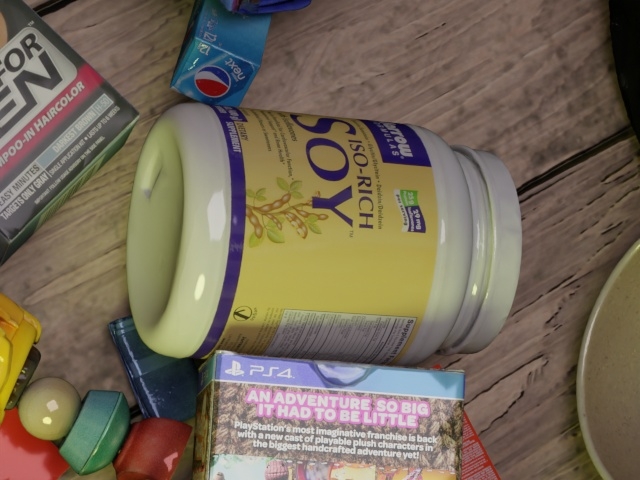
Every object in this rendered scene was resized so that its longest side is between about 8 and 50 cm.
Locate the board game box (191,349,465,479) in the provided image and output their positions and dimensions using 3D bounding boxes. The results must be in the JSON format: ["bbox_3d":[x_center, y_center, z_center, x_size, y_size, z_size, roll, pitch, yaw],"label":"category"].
[{"bbox_3d":[-0.001,0.259,1.766,0.232,0.141,0.291,6,79,-9],"label":"board game box"}]

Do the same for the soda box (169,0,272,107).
[{"bbox_3d":[-0.091,-0.215,1.928,0.071,0.067,0.210,23,35,-10],"label":"soda box"}]

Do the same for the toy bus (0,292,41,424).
[{"bbox_3d":[-0.334,0.118,1.694,0.149,0.211,0.220,28,68,-5],"label":"toy bus"}]

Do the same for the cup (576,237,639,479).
[{"bbox_3d":[0.457,0.145,1.945,0.237,0.331,0.331,23,68,-36],"label":"cup"}]

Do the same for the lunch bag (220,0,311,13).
[{"bbox_3d":[-0.054,-0.420,1.937,0.385,0.239,0.328,-36,72,-29],"label":"lunch bag"}]

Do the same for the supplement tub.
[{"bbox_3d":[0.000,0.000,1.855,0.331,0.241,0.241,4,75,-21],"label":"supplement tub"}]

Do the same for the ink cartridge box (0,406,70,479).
[{"bbox_3d":[-0.372,0.185,1.806,0.232,0.066,0.189,43,68,3],"label":"ink cartridge box"}]

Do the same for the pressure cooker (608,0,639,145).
[{"bbox_3d":[0.551,-0.239,2.018,0.420,0.375,0.370,-8,78,-14],"label":"pressure cooker"}]

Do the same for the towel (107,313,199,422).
[{"bbox_3d":[-0.156,0.124,1.897,0.067,0.029,0.119,-20,81,-20],"label":"towel"}]

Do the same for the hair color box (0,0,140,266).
[{"bbox_3d":[-0.377,-0.174,1.867,0.374,0.113,0.185,43,69,-1],"label":"hair color box"}]

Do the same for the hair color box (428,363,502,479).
[{"bbox_3d":[0.123,0.213,1.921,0.053,0.093,0.167,-25,84,-20],"label":"hair color box"}]

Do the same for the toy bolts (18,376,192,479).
[{"bbox_3d":[-0.226,0.222,1.768,0.158,0.218,0.228,27,55,-7],"label":"toy bolts"}]
